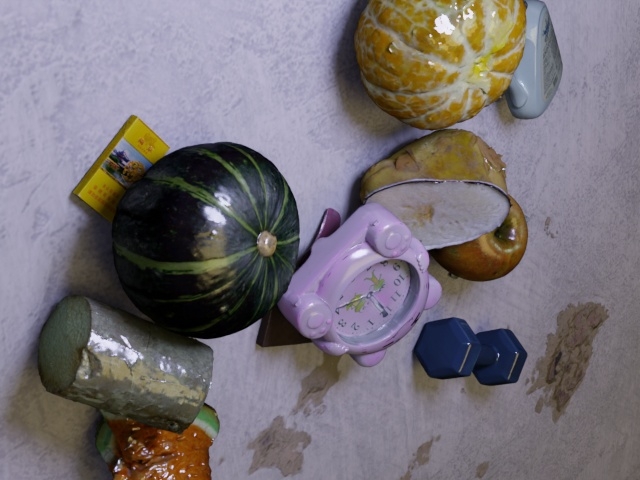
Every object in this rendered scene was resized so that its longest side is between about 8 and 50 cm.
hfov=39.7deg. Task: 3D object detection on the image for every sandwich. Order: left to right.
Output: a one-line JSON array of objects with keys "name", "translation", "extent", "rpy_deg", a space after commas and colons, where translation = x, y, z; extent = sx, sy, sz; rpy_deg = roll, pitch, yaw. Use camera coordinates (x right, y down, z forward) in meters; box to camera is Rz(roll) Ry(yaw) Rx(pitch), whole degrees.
[{"name": "sandwich", "translation": [-0.292, 0.413, 1.559], "extent": [0.250, 0.162, 0.301], "rpy_deg": [18, 57, -53]}]

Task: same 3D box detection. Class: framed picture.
[{"name": "framed picture", "translation": [-0.048, 0.149, 1.790], "extent": [0.168, 0.023, 0.128], "rpy_deg": [1, 108, -46]}]

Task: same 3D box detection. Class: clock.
[{"name": "clock", "translation": [0.093, 0.105, 1.773], "extent": [0.295, 0.113, 0.322], "rpy_deg": [-46, 136, -1]}]

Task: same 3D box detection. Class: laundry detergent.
[{"name": "laundry detergent", "translation": [0.438, -0.421, 1.918], "extent": [0.215, 0.105, 0.280], "rpy_deg": [-64, 143, -25]}]

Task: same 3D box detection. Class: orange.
[{"name": "orange", "translation": [0.217, -0.363, 1.614], "extent": [0.329, 0.249, 0.329], "rpy_deg": [-19, 143, -15]}]

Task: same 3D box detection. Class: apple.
[{"name": "apple", "translation": [0.345, -0.014, 1.997], "extent": [0.237, 0.207, 0.237], "rpy_deg": [-2, 93, -39]}]

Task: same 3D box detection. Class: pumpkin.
[{"name": "pumpkin", "translation": [-0.173, -0.002, 1.411], "extent": [0.323, 0.241, 0.323], "rpy_deg": [-23, 119, -48]}]

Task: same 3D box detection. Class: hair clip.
[{"name": "hair clip", "translation": [0.001, 0.001, 1.767], "extent": [0.054, 0.022, 0.137], "rpy_deg": [33, 85, -52]}]

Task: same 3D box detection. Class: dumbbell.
[{"name": "dumbbell", "translation": [0.378, 0.280, 2.201], "extent": [0.325, 0.160, 0.144], "rpy_deg": [15, 68, -49]}]

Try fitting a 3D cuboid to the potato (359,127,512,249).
[{"name": "potato", "translation": [0.224, -0.121, 1.812], "extent": [0.300, 0.196, 0.246], "rpy_deg": [-2, 143, -2]}]

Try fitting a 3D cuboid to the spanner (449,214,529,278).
[{"name": "spanner", "translation": [0.424, 0.015, 2.208], "extent": [0.302, 0.017, 0.071], "rpy_deg": [-28, 128, -33]}]

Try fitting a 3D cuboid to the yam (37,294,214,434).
[{"name": "yam", "translation": [-0.301, 0.200, 1.404], "extent": [0.268, 0.161, 0.161], "rpy_deg": [27, 89, -30]}]

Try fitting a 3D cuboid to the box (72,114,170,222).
[{"name": "box", "translation": [-0.311, -0.112, 1.392], "extent": [0.155, 0.023, 0.087], "rpy_deg": [-55, 135, -10]}]
